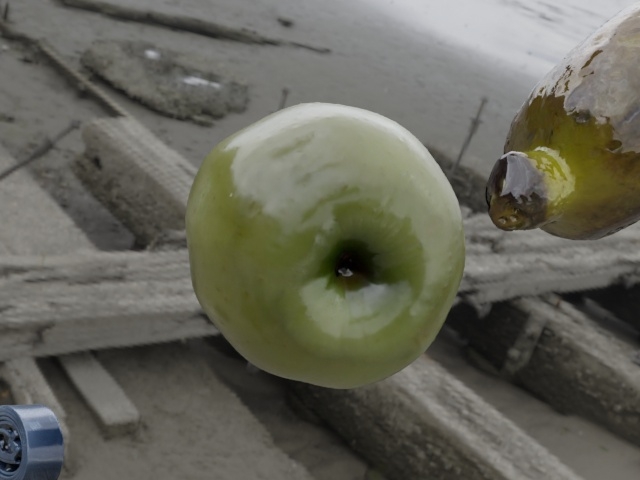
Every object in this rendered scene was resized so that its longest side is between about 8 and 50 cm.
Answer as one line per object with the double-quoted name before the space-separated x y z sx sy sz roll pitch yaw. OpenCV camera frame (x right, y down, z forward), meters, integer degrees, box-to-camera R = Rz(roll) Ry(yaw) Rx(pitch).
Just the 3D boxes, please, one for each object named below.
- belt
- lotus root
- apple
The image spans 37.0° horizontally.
"belt" -0.506 0.350 1.627 0.082 0.142 0.190 8 -5 -41
"lotus root" 0.232 -0.088 0.713 0.314 0.169 0.141 -38 84 -26
"apple" 0.000 0.000 1.524 0.473 0.474 0.474 14 24 -7
